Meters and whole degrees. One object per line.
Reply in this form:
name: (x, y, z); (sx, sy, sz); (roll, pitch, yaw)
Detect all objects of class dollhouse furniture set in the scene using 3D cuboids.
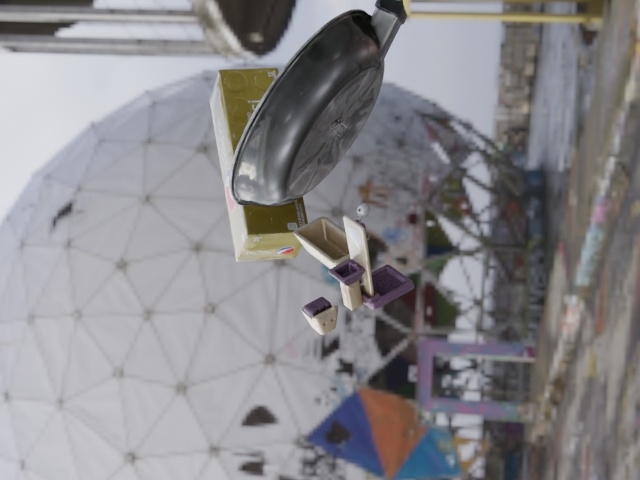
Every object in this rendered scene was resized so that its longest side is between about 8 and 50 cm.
dollhouse furniture set: (0.000, 0.000, 0.934); (0.114, 0.091, 0.081); (37, 146, 48)

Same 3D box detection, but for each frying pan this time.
frying pan: (0.034, -0.151, 1.051); (0.326, 0.053, 0.197); (-49, -15, -19)

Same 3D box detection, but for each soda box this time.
soda box: (-0.060, -0.074, 1.149); (0.058, 0.061, 0.181); (118, 145, -60)
